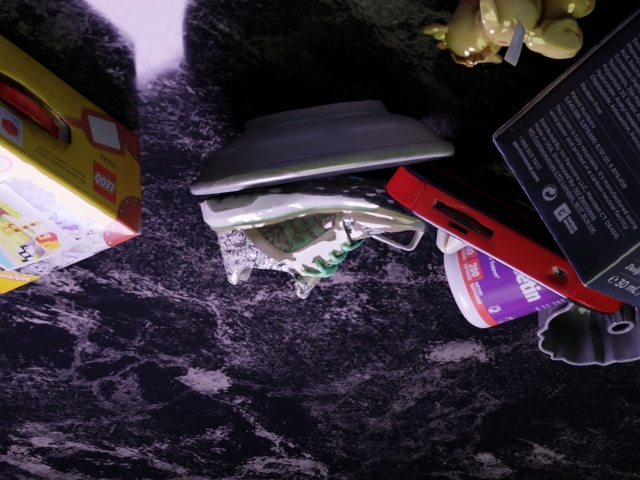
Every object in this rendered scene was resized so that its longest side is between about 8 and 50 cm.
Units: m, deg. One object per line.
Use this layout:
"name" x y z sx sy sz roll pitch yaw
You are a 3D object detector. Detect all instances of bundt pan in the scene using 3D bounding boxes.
"bundt pan" 0.577 0.118 2.575 0.330 0.124 0.331 -4 148 -2

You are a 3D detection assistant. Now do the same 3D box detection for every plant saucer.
"plant saucer" -0.002 -0.144 1.973 0.400 0.101 0.400 -8 -179 0

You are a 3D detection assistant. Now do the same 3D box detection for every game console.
"game console" 0.306 -0.012 2.032 0.060 0.386 0.342 -63 164 12

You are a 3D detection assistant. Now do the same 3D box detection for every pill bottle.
"pill bottle" 0.394 0.028 2.338 0.323 0.181 0.181 -21 146 21

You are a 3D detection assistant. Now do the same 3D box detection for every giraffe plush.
"giraffe plush" 0.246 -0.302 1.805 0.181 0.210 0.170 48 152 -18

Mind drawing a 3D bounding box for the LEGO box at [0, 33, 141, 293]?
"LEGO box" -0.558 -0.125 1.901 0.372 0.193 0.500 -22 145 24

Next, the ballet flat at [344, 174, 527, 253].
"ballet flat" 0.188 -0.036 2.249 0.348 0.123 0.123 7 146 -18

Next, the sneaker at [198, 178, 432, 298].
"sneaker" 0.000 0.000 2.127 0.410 0.182 0.158 -1 -168 30

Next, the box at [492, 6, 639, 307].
"box" 0.594 -0.134 1.863 0.472 0.297 0.480 -43 144 23
